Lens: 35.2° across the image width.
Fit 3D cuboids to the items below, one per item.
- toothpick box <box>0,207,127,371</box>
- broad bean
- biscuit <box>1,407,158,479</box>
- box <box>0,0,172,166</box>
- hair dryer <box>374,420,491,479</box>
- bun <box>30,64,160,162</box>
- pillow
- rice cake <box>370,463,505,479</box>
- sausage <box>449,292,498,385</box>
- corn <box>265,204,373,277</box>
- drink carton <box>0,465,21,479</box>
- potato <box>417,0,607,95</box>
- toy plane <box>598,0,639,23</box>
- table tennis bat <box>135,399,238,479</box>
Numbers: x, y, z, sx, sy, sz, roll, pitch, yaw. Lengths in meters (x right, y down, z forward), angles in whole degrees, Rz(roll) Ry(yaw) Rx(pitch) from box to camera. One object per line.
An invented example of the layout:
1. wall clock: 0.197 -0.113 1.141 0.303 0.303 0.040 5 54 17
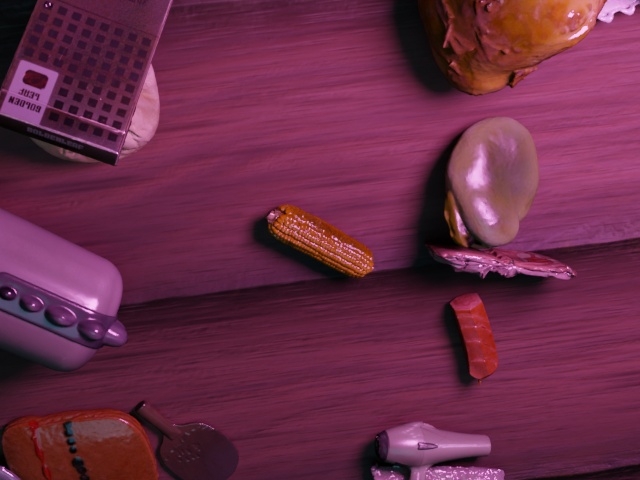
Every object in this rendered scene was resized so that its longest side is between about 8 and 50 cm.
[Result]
1. toothpick box: -0.458 0.089 1.625 0.316 0.229 0.229 27 110 -16
2. broad bean: 0.274 -0.092 1.647 0.169 0.100 0.228 36 72 -17
3. biscuit: -0.444 0.436 1.882 0.277 0.052 0.262 -3 115 -3
4. box: -0.329 -0.282 1.446 0.180 0.047 0.325 19 67 -12
5. hair dryer: 0.229 0.435 1.891 0.219 0.088 0.225 -18 84 -16
6. bun: -0.355 -0.216 1.540 0.229 0.145 0.229 -3 110 -8
7. pillow: 0.305 0.039 1.711 0.248 0.135 0.049 6 95 -8
8. rice cake: 0.226 0.459 1.943 0.269 0.049 0.055 5 159 -8
9. sausage: 0.281 0.180 1.813 0.065 0.065 0.169 -17 116 4
10. corn: 0.000 0.000 1.707 0.207 0.068 0.068 27 110 -17
11. drink carton: -0.652 0.524 1.819 0.185 0.189 0.191 14 119 5
12. potato: 0.258 -0.348 1.459 0.246 0.196 0.299 49 118 2
13. toy plane: 0.470 -0.406 1.537 0.255 0.101 0.251 23 122 -14
14. table tennis bat: -0.254 0.377 1.890 0.131 0.022 0.234 -38 114 14
